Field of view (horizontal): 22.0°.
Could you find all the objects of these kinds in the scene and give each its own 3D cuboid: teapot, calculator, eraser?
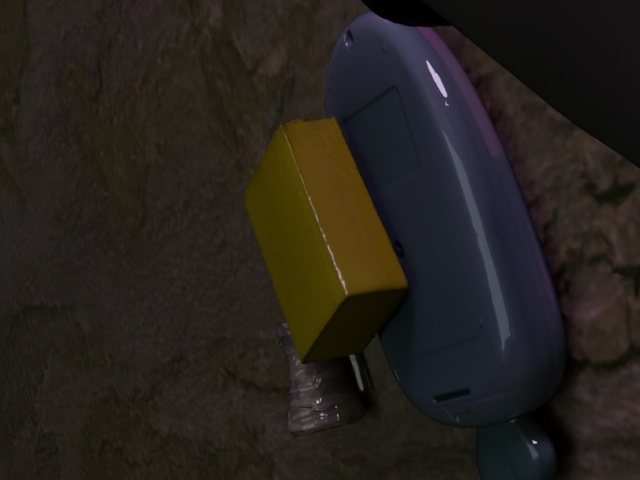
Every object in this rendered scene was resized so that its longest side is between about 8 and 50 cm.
[{"bbox_3d":[0.000,0.092,1.161,0.067,0.057,0.083,-19,84,29],"label":"teapot"},{"bbox_3d":[0.070,0.010,0.956,0.185,0.041,0.298,-25,82,66],"label":"calculator"},{"bbox_3d":[0.000,0.000,0.999,0.097,0.045,0.122,119,135,-57],"label":"eraser"}]

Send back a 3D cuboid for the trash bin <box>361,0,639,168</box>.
[{"bbox_3d":[0.160,-0.101,0.475,0.250,0.219,0.219,49,150,32],"label":"trash bin"}]
